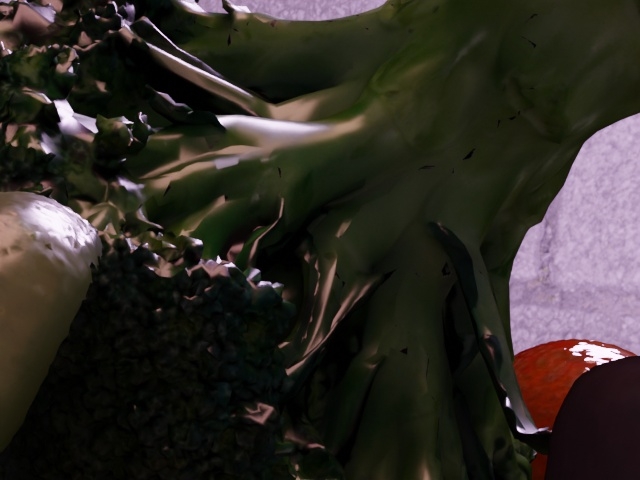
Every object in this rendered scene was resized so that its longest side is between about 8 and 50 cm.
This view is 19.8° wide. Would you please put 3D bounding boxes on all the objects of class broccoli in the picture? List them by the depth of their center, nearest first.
[{"bbox_3d":[0.000,0.000,0.615,0.297,0.297,0.297,42,17,-17],"label":"broccoli"}]

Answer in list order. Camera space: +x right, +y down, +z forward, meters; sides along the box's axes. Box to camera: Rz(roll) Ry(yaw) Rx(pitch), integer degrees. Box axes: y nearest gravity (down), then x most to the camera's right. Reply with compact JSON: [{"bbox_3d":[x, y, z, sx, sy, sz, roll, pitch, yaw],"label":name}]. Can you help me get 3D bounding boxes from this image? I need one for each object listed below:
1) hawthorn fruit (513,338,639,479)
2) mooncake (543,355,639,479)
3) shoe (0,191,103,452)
[{"bbox_3d":[0.115,0.108,0.756,0.132,0.133,0.138,12,3,-38],"label":"hawthorn fruit"},{"bbox_3d":[0.177,0.087,0.471,0.244,0.133,0.245,8,-5,1],"label":"mooncake"},{"bbox_3d":[-0.161,0.048,0.466,0.128,0.140,0.262,22,-17,-28],"label":"shoe"}]
